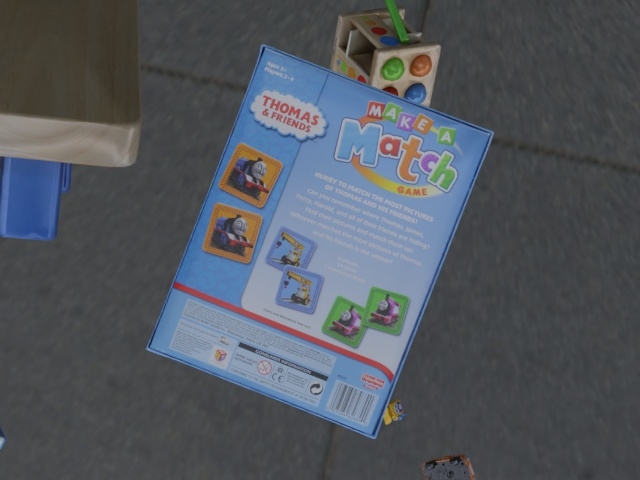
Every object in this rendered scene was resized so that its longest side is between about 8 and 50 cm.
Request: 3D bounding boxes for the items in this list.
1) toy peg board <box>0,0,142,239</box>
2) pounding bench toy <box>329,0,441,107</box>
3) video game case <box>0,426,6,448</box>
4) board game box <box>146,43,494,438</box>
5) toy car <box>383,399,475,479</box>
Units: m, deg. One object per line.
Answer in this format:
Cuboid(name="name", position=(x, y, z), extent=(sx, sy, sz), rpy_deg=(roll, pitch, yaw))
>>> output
Cuboid(name="toy peg board", position=(-0.144, -0.044, 0.601), extent=(0.161, 0.161, 0.079), rpy_deg=(6, 117, -9))
Cuboid(name="pounding bench toy", position=(0.049, -0.137, 1.273), extent=(0.052, 0.065, 0.083), rpy_deg=(-10, 128, -27))
Cuboid(name="video game case", position=(-0.374, 0.133, 1.656), extent=(0.166, 0.119, 0.015), rpy_deg=(23, 104, -32))
Cuboid(name="board game box", position=(0.000, 0.000, 1.181), extent=(0.160, 0.039, 0.211), rpy_deg=(21, 94, 3))
Cuboid(name="toy car", position=(0.118, 0.205, 1.888), extent=(0.060, 0.040, 0.122), rpy_deg=(-37, 81, 37))
